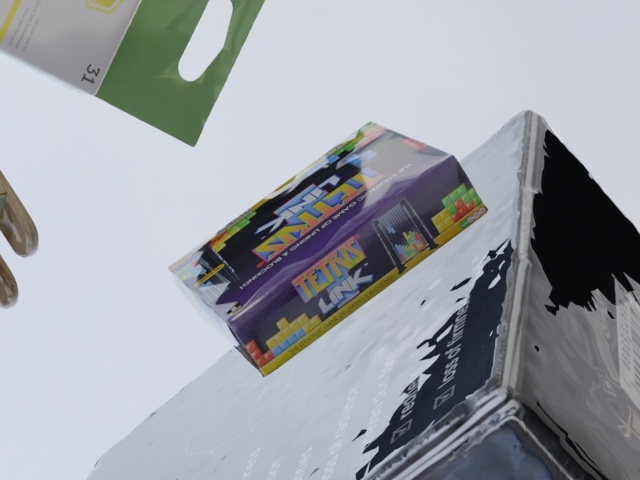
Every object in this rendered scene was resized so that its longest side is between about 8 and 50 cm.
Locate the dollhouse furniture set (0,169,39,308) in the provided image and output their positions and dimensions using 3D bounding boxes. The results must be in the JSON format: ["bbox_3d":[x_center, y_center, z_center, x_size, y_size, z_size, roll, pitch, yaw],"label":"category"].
[{"bbox_3d":[-0.361,0.082,1.428,0.212,0.242,0.161,-17,-120,-37],"label":"dollhouse furniture set"}]

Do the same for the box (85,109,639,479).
[{"bbox_3d":[0.042,0.224,1.077,0.297,0.471,0.480,48,-159,-11],"label":"box"}]

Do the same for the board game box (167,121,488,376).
[{"bbox_3d":[0.000,0.000,1.029,0.048,0.170,0.141,57,170,-20],"label":"board game box"}]

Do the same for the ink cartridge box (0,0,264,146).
[{"bbox_3d":[-0.144,-0.186,1.238,0.235,0.171,0.056,26,179,-30],"label":"ink cartridge box"}]
